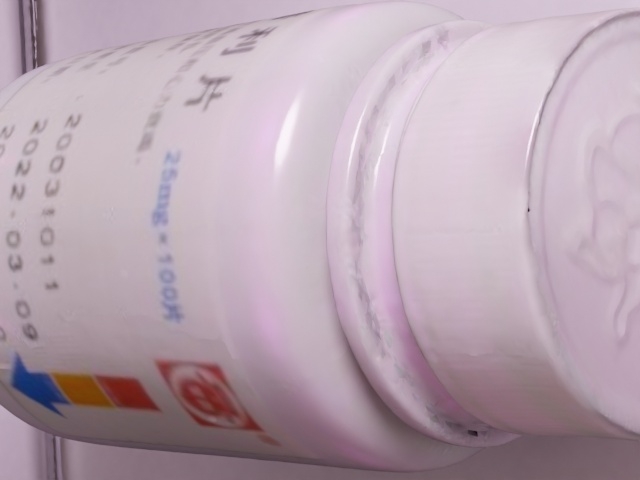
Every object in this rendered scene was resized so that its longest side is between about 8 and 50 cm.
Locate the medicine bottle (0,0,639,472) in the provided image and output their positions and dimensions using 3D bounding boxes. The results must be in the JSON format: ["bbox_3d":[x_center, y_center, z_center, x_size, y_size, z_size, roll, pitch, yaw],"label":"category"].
[{"bbox_3d":[0.000,0.000,0.580,0.293,0.170,0.170,-1,85,44],"label":"medicine bottle"}]
